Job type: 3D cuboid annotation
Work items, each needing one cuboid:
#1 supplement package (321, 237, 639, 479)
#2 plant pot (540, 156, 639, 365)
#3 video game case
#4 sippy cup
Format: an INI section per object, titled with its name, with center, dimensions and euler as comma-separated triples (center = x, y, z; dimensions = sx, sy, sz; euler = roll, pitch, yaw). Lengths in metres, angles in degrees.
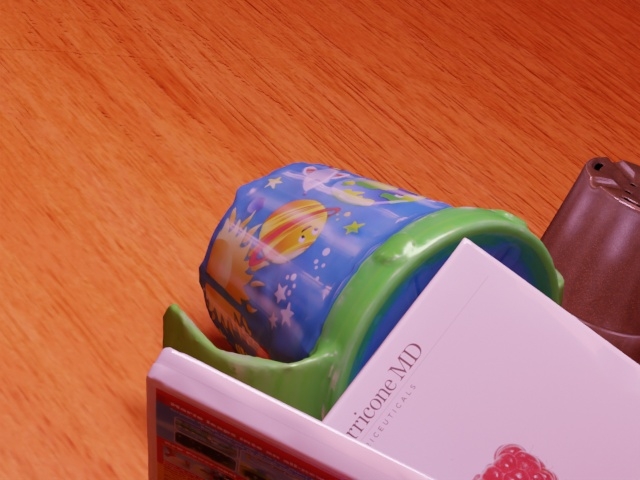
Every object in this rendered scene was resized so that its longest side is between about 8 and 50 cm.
[supplement package]
center = 0.153, 0.167, 1.095
dimensions = 0.293, 0.177, 0.175
euler = 36, -11, 8
[plant pot]
center = 0.281, 0.018, 1.638
dimensions = 0.167, 0.165, 0.167
euler = 18, 25, -8
[video game case]
center = -0.011, 0.169, 1.014
dimensions = 0.204, 0.285, 0.025
euler = 26, 65, 7
[sippy cup]
center = 0.029, 0.050, 1.327
dimensions = 0.224, 0.240, 0.305
euler = 31, -1, 42
